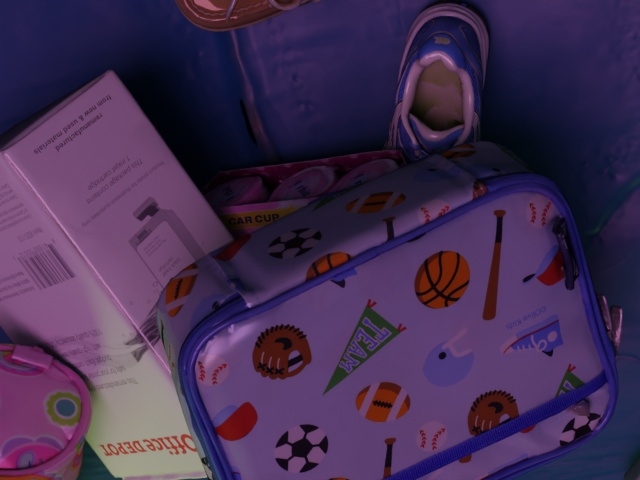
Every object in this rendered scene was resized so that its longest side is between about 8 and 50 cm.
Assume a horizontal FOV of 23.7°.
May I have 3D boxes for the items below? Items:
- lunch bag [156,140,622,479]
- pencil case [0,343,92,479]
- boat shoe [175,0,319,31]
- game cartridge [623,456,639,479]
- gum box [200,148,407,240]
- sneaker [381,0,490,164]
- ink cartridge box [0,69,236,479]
[{"bbox_3d":[0.056,0.083,1.030,0.303,0.115,0.243,-22,116,-10],"label":"lunch bag"},{"bbox_3d":[-0.255,0.185,1.223,0.124,0.124,0.284,27,148,2],"label":"pencil case"},{"bbox_3d":[0.003,-0.232,1.063,0.285,0.089,0.104,-30,103,24],"label":"boat shoe"},{"bbox_3d":[0.396,0.221,1.176,0.297,0.062,0.198,35,120,-2],"label":"game cartridge"},{"bbox_3d":[0.000,0.000,1.136,0.188,0.062,0.107,-5,122,38],"label":"gum box"},{"bbox_3d":[0.078,-0.066,1.119,0.080,0.081,0.211,6,115,10],"label":"sneaker"},{"bbox_3d":[-0.157,0.037,1.158,0.283,0.117,0.207,55,147,-12],"label":"ink cartridge box"}]
